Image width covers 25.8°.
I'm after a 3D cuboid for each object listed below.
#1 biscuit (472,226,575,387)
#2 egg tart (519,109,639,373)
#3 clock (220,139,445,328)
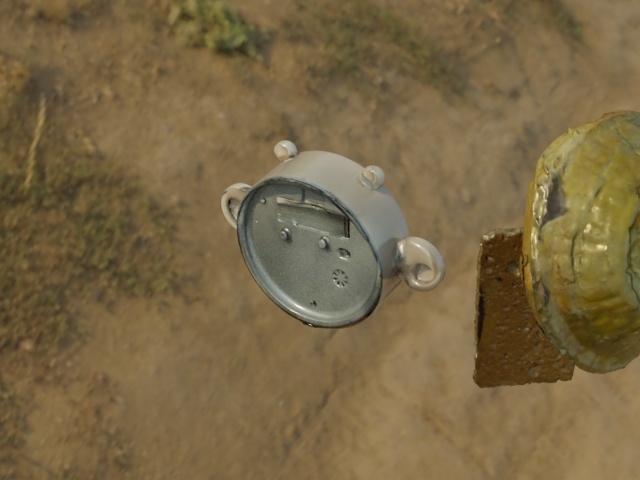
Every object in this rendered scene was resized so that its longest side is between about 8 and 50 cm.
[{"bbox_3d":[0.247,0.079,1.667,0.131,0.231,0.025,-4,33,-6],"label":"biscuit"},{"bbox_3d":[0.332,0.003,1.503,0.290,0.115,0.290,-4,96,-40],"label":"egg tart"},{"bbox_3d":[0.000,0.000,1.213,0.229,0.156,0.063,18,40,26],"label":"clock"}]
